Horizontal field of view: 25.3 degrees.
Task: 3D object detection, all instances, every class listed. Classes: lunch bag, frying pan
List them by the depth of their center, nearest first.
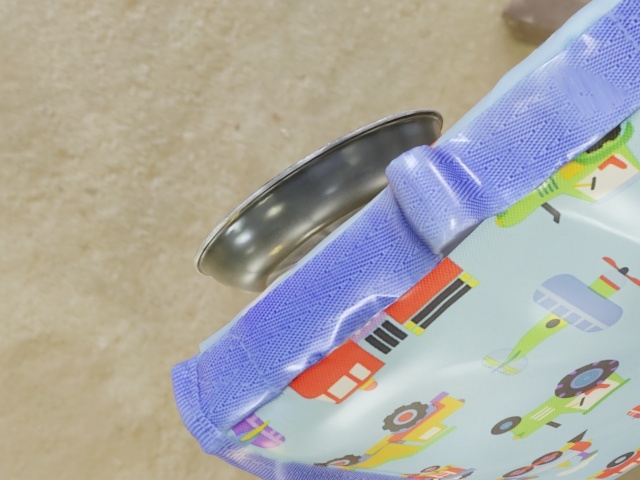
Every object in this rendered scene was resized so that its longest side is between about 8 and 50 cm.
[{"bbox_3d":[0.093,0.004,0.519,0.221,0.138,0.293,-39,161,20],"label":"lunch bag"},{"bbox_3d":[-0.021,0.008,1.019,0.197,0.053,0.326,-23,164,-36],"label":"frying pan"}]
